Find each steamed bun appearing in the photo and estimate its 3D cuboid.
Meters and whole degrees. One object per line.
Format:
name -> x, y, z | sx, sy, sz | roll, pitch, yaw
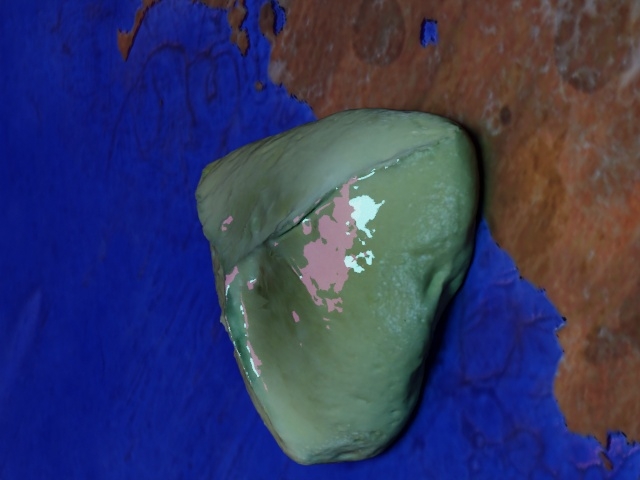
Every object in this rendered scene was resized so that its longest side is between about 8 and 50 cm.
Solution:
steamed bun -> -0.004, 0.029, 1.182 | 0.231, 0.110, 0.212 | -14, 79, 54
